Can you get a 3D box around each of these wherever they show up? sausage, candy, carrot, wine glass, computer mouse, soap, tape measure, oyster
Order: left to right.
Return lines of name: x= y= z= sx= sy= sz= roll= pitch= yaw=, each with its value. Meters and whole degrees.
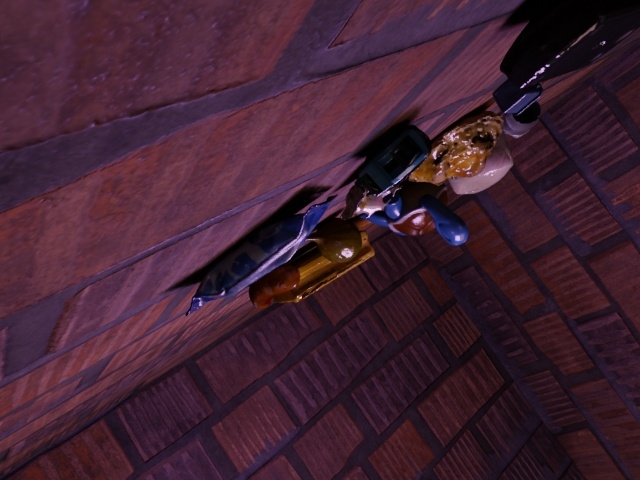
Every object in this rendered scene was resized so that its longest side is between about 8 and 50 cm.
candy: x=-0.107 y=0.023 z=1.118 sx=0.331 sy=0.077 sz=0.187 roll=-35 pitch=-178 yaw=14
sausage: x=-0.146 y=0.132 z=1.699 sx=0.103 sy=0.076 sz=0.302 roll=9 pitch=159 yaw=-18
soap: x=-0.005 y=0.081 z=1.863 sx=0.324 sy=0.096 sz=0.204 roll=-30 pitch=-173 yaw=-24
carrot: x=0.125 y=-0.060 z=1.938 sx=0.139 sy=0.048 sz=0.048 roll=-26 pitch=170 yaw=-46
oyster: x=0.119 y=-0.131 z=1.202 sx=0.133 sy=0.072 sz=0.209 roll=-23 pitch=149 yaw=-35
tape measure: x=0.133 y=-0.145 z=1.054 sx=0.146 sy=0.081 sz=0.125 roll=-40 pitch=-177 yaw=25
wine glass: x=0.602 y=-0.374 z=1.784 sx=0.103 sy=0.103 sz=0.222 roll=-36 pitch=174 yaw=11
computer mouse: x=0.383 y=-0.325 z=0.878 sx=0.269 sy=0.100 sz=0.170 roll=-25 pitch=167 yaw=-37

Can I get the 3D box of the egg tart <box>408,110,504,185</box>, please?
egg tart: x=0.356 y=-0.222 z=1.530 sx=0.297 sy=0.132 sz=0.297 roll=-31 pitch=169 yaw=-7

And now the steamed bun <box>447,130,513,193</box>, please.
steamed bun: x=0.479 y=-0.246 z=1.870 sx=0.152 sy=0.170 sz=0.238 roll=-10 pitch=164 yaw=-26

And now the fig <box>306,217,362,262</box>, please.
fig: x=0.000 y=0.000 z=1.536 sx=0.236 sy=0.124 sz=0.124 roll=-1 pitch=155 yaw=-35

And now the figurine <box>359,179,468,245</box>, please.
figurine: x=0.300 y=-0.115 z=1.820 sx=0.298 sy=0.243 sz=0.416 roll=-43 pitch=-164 yaw=-7

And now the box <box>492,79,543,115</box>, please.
box: x=0.440 y=-0.331 z=1.336 sx=0.054 sy=0.074 sz=0.099 roll=-18 pitch=166 yaw=-33
